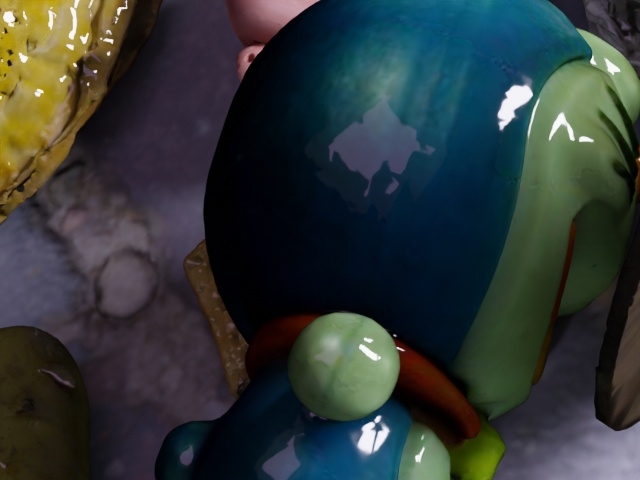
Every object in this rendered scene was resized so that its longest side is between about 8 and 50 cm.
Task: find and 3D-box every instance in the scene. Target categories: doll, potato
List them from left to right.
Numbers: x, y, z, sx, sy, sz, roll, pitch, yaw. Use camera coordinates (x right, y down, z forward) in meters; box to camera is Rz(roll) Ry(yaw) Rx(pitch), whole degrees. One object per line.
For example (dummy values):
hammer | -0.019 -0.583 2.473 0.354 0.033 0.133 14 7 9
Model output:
potato | -0.158 0.128 0.903 0.105 0.085 0.188 -11 57 -4
doll | 0.034 0.018 0.789 0.186 0.198 0.322 16 64 7

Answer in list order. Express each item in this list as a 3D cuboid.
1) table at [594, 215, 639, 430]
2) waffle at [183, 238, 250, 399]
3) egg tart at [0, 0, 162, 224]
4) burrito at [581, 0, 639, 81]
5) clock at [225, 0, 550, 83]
table | 0.282 -0.009 0.646 0.249 0.317 0.317 37 82 24
waffle | 0.000 0.000 0.911 0.152 0.023 0.097 -42 49 19
egg tart | -0.235 -0.132 1.082 0.297 0.132 0.297 -13 61 25
burrito | 0.143 -0.157 0.932 0.064 0.064 0.203 -20 53 16
clock | 0.033 -0.142 0.961 0.162 0.093 0.166 -18 54 14
